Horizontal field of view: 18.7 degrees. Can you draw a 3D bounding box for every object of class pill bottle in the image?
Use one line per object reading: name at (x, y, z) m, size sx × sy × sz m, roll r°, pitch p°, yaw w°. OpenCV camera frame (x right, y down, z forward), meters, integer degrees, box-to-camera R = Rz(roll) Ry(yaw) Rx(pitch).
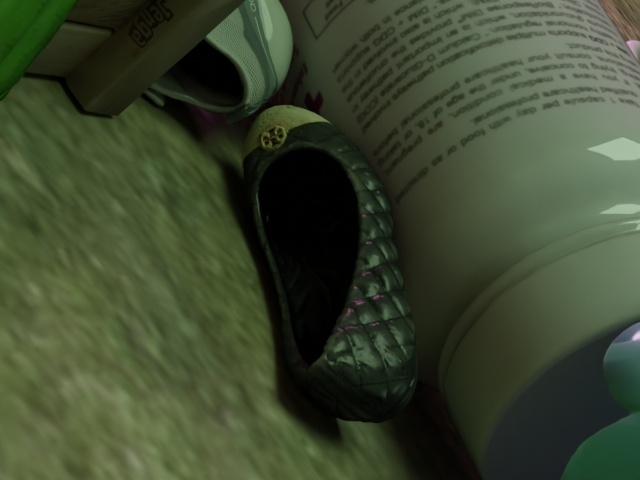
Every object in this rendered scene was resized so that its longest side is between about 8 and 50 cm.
pill bottle at (0.081, -0.030, 0.875) m, size 0.160 × 0.160 × 0.283 m, roll 32°, pitch 26°, yaw -46°

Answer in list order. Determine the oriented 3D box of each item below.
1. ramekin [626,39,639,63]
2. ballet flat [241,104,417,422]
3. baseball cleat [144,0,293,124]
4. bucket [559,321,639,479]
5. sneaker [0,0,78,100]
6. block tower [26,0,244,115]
ramekin at (0.216, 0.031, 1.128) m, size 0.277 × 0.135 × 0.277 m, roll 45°, pitch 18°, yaw -19°
ballet flat at (0.000, 0.000, 0.783) m, size 0.049 × 0.057 × 0.173 m, roll 42°, pitch 19°, yaw -42°
baseball cleat at (-0.087, -0.139, 0.831) m, size 0.206 × 0.072 × 0.109 m, roll 47°, pitch 21°, yaw -6°
bucket at (0.229, 0.134, 0.682) m, size 0.281 × 0.183 × 0.281 m, roll 4°, pitch 84°, yaw -49°
sneaker at (-0.135, -0.133, 0.444) m, size 0.202 × 0.185 × 0.483 m, roll 31°, pitch -5°, yaw -16°
block tower at (-0.158, -0.209, 0.764) m, size 0.335 × 0.091 × 0.097 m, roll 54°, pitch 19°, yaw 13°
